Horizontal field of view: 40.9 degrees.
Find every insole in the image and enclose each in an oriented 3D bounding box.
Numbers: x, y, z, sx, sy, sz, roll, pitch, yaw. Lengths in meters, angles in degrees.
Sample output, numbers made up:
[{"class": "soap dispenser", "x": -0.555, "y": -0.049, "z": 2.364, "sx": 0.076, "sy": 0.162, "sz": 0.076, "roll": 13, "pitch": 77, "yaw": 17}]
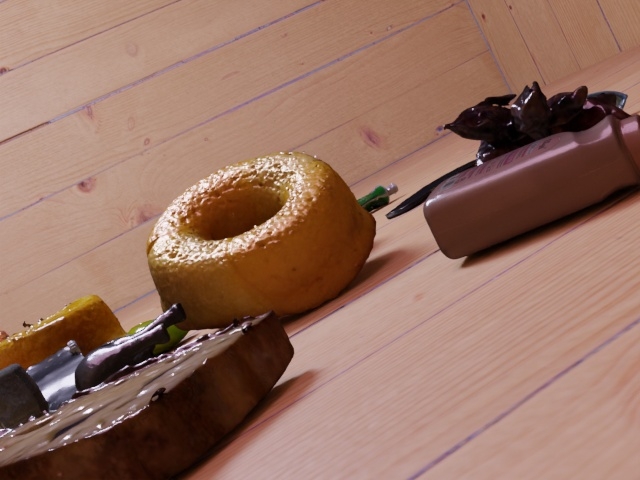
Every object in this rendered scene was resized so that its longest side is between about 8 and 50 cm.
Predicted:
[{"class": "insole", "x": 0.219, "y": -0.102, "z": 1.663, "sx": 0.110, "sy": 0.012, "sz": 0.309, "roll": -23, "pitch": 7, "yaw": 38}]

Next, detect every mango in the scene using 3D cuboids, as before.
[{"class": "mango", "x": -0.249, "y": 0.145, "z": 1.325, "sx": 0.108, "sy": 0.056, "sz": 0.073, "roll": -27, "pitch": 9, "yaw": -31}]

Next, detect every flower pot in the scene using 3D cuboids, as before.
[{"class": "flower pot", "x": -0.465, "y": 0.252, "z": 1.091, "sx": 0.229, "sy": 0.103, "sz": 0.108, "roll": -27, "pitch": 4, "yaw": 17}]

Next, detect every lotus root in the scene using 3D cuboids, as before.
[{"class": "lotus root", "x": -0.145, "y": 0.144, "z": 0.657, "sx": 0.261, "sy": 0.074, "sz": 0.170, "roll": -26, "pitch": 5, "yaw": 2}]

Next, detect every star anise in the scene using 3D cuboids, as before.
[{"class": "star anise", "x": 0.259, "y": -0.120, "z": 1.016, "sx": 0.212, "sy": 0.129, "sz": 0.283, "roll": -20, "pitch": -3, "yaw": 12}]

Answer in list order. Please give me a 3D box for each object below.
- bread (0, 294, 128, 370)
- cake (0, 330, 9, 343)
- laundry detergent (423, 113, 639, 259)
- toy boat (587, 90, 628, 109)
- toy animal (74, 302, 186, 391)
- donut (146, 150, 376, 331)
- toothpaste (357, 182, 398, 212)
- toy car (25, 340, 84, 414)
[{"class": "bread", "x": -0.407, "y": 0.174, "z": 1.371, "sx": 0.229, "sy": 0.143, "sz": 0.139, "roll": -33, "pitch": 6, "yaw": -33}, {"class": "cake", "x": -0.612, "y": 0.260, "z": 1.502, "sx": 0.158, "sy": 0.159, "sz": 0.262, "roll": -25, "pitch": 6, "yaw": -5}, {"class": "laundry detergent", "x": 0.229, "y": -0.067, "z": 0.828, "sx": 0.237, "sy": 0.076, "sz": 0.171, "roll": -25, "pitch": 5, "yaw": 28}, {"class": "toy boat", "x": 0.391, "y": -0.184, "z": 1.276, "sx": 0.140, "sy": 0.059, "sz": 0.066, "roll": -25, "pitch": -8, "yaw": 6}, {"class": "toy animal", "x": -0.210, "y": 0.139, "z": 1.009, "sx": 0.137, "sy": 0.082, "sz": 0.269, "roll": -27, "pitch": 5, "yaw": -3}, {"class": "donut", "x": -0.085, "y": -0.010, "z": 1.094, "sx": 0.303, "sy": 0.110, "sz": 0.303, "roll": -17, "pitch": 32, "yaw": 11}, {"class": "toothpaste", "x": 0.066, "y": -0.060, "z": 1.873, "sx": 0.248, "sy": 0.047, "sz": 0.078, "roll": -30, "pitch": -2, "yaw": -17}, {"class": "toy car", "x": -0.359, "y": 0.203, "z": 1.207, "sx": 0.095, "sy": 0.056, "sz": 0.205, "roll": -31, "pitch": 27, "yaw": -22}]
